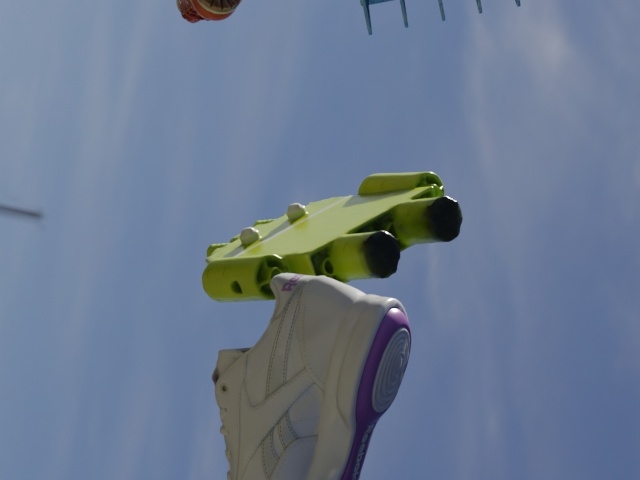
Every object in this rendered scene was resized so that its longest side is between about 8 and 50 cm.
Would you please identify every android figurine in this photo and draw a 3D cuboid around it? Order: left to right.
[{"bbox_3d":[0.000,0.000,1.695,0.273,0.248,0.056,-2,-68,53],"label":"android figurine"}]

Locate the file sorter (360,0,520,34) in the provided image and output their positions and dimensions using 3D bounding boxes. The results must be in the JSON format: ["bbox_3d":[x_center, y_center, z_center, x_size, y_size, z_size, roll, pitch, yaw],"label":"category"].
[{"bbox_3d":[0.116,-0.294,1.881,0.104,0.170,0.118,-93,171,-56],"label":"file sorter"}]

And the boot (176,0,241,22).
[{"bbox_3d":[-0.109,-0.239,1.758,0.158,0.059,0.085,-101,-153,-57],"label":"boot"}]

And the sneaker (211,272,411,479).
[{"bbox_3d":[-0.032,0.172,1.527,0.114,0.152,0.305,11,101,-66],"label":"sneaker"}]
